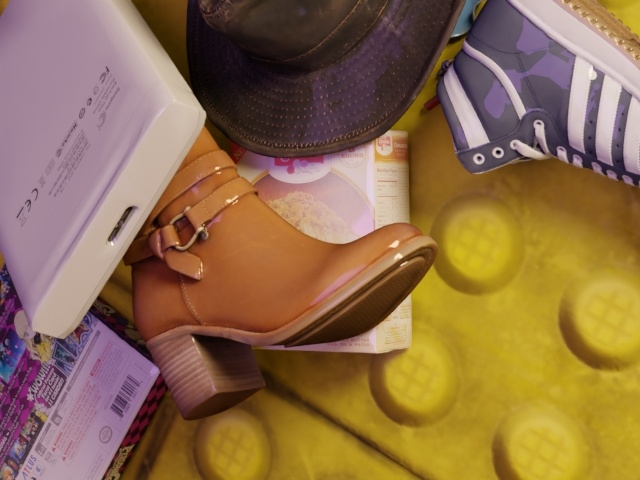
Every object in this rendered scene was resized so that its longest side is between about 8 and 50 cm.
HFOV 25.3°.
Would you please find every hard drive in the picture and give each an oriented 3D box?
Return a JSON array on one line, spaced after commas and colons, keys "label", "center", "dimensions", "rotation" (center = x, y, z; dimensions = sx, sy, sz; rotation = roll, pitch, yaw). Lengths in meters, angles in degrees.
[{"label": "hard drive", "center": [-0.229, -0.109, 1.264], "dimensions": [0.233, 0.047, 0.353], "rotation": [-56, 39, 18]}]

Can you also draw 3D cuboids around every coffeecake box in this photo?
[{"label": "coffeecake box", "center": [0.000, 0.000, 1.221], "dimensions": [0.142, 0.068, 0.185], "rotation": [-1, 91, 30]}]

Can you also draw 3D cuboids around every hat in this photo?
[{"label": "hat", "center": [-0.026, -0.237, 1.149], "dimensions": [0.331, 0.134, 0.331], "rotation": [-8, 76, 34]}]

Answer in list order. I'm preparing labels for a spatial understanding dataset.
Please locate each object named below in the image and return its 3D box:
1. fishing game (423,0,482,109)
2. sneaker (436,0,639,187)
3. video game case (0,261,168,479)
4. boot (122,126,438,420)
[{"label": "fishing game", "center": [0.080, -0.254, 1.187], "dimensions": [0.189, 0.041, 0.264], "rotation": [-33, 76, 28]}, {"label": "sneaker", "center": [0.211, -0.073, 1.089], "dimensions": [0.282, 0.099, 0.153], "rotation": [46, 116, 17]}, {"label": "video game case", "center": [-0.267, 0.155, 1.386], "dimensions": [0.210, 0.042, 0.232], "rotation": [36, 107, 23]}, {"label": "boot", "center": [-0.052, -0.006, 1.164], "dimensions": [0.283, 0.109, 0.220], "rotation": [-35, 69, 35]}]
